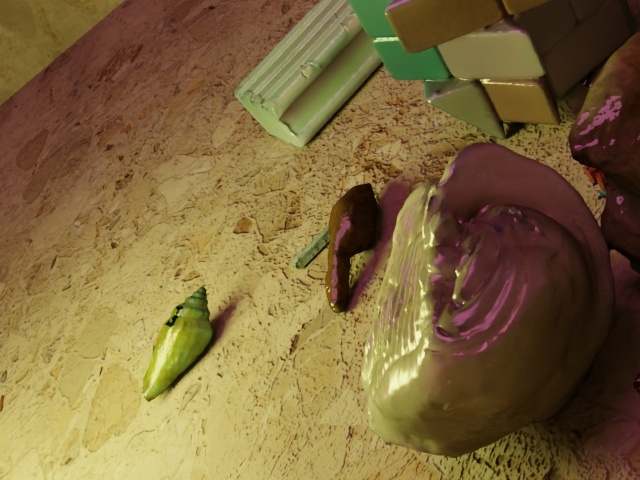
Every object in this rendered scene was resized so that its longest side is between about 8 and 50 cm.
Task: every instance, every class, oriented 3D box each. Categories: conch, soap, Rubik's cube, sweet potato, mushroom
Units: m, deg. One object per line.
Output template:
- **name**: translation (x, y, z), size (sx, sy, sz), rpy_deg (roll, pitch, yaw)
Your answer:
- **conch**: translation (-0.231, 0.167, 2.032), size (0.201, 0.079, 0.095), rpy_deg (-53, 10, 2)
- **soap**: translation (0.012, -0.350, 2.346), size (0.347, 0.115, 0.208), rpy_deg (-48, 29, -7)
- **Rubik's cube**: translation (0.241, -0.369, 1.822), size (0.368, 0.358, 0.387), rpy_deg (-41, 41, -7)
- **sweet potato**: translation (0.044, -0.007, 1.897), size (0.074, 0.075, 0.269), rpy_deg (-21, 39, 36)
- **mushroom**: translation (0.418, -0.116, 1.404), size (0.292, 0.217, 0.212), rpy_deg (-50, 32, -11)

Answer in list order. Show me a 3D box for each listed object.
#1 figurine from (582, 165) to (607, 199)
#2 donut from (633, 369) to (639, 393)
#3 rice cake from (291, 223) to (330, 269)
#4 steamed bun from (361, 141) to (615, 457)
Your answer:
- **figurine**: translation (0.403, -0.099, 1.554), size (0.140, 0.075, 0.068), rpy_deg (-35, 26, -5)
- **donut**: translation (0.405, 0.170, 1.169), size (0.216, 0.096, 0.230), rpy_deg (-32, 30, 16)
- **rice cake**: translation (0.000, 0.000, 1.997), size (0.121, 0.021, 0.022), rpy_deg (-46, 18, -1)
- **steamed bun**: translation (0.199, 0.076, 1.408), size (0.352, 0.247, 0.339), rpy_deg (113, 169, -58)
